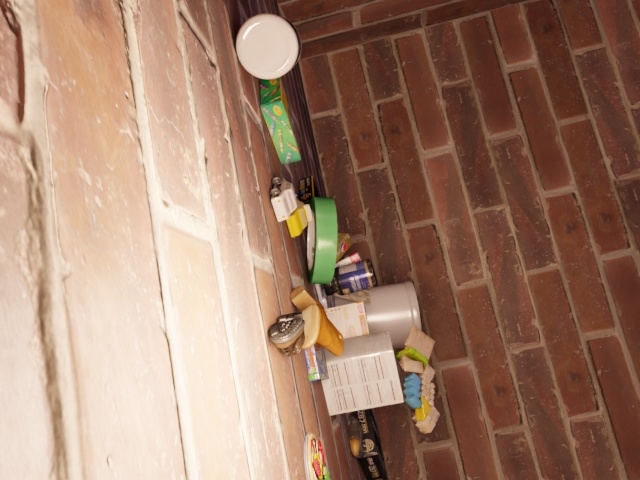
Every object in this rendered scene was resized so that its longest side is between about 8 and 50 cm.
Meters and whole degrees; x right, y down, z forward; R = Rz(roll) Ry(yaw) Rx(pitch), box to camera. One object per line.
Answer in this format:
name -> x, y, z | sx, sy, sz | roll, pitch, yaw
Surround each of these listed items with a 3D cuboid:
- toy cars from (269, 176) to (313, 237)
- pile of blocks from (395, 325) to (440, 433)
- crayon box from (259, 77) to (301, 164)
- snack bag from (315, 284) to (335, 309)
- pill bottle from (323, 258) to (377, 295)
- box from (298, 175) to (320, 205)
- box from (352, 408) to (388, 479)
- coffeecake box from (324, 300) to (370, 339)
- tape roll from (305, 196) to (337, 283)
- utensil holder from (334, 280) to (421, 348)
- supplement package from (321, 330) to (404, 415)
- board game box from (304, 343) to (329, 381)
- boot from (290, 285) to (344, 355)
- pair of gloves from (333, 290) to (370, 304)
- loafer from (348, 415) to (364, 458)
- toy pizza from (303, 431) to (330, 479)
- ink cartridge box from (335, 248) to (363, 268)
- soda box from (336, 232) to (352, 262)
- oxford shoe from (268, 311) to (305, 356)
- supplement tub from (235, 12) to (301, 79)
toy cars -> -0.090, -0.115, 1.834 | 0.394, 0.087, 0.177 | 56, 22, -75
pile of blocks -> 0.320, 0.491, 1.914 | 0.112, 0.148, 0.362 | -37, -137, 48
crayon box -> -0.147, -0.443, 2.022 | 0.278, 0.081, 0.165 | 71, 8, -47
snack bag -> 0.016, 0.213, 2.407 | 0.323, 0.037, 0.343 | -76, 153, -76
pill bottle -> 0.122, 0.163, 2.308 | 0.123, 0.219, 0.123 | -16, 90, -82
box -> -0.014, -0.098, 2.487 | 0.257, 0.079, 0.322 | -92, 163, -60
box -> 0.233, 0.963, 2.585 | 0.318, 0.097, 0.395 | -101, 174, -49
coffeecake box -> 0.096, 0.335, 2.163 | 0.068, 0.185, 0.142 | 68, 11, -57
tape roll -> 0.000, 0.000, 2.014 | 0.321, 0.077, 0.321 | -179, -90, -82
utensil holder -> 0.274, 0.378, 2.661 | 0.327, 0.385, 0.328 | -6, 90, -88
supplement package -> 0.143, 0.467, 1.938 | 0.199, 0.262, 0.198 | -70, 148, -79
board game box -> -0.014, 0.379, 1.743 | 0.201, 0.035, 0.136 | 54, 23, -74
boot -> 0.004, 0.270, 1.578 | 0.211, 0.104, 0.295 | 52, 9, -24
pair of gloves -> 0.138, 0.203, 2.551 | 0.240, 0.204, 0.042 | -101, -147, -55
loafer -> 0.145, 0.810, 2.247 | 0.061, 0.062, 0.170 | 55, 21, -63
toy pizza -> -0.004, 0.592, 1.391 | 0.201, 0.032, 0.201 | -13, 90, -85
ink cartridge box -> 0.103, 0.114, 2.437 | 0.072, 0.175, 0.127 | 62, 7, -5
soda box -> 0.063, 0.045, 2.385 | 0.181, 0.058, 0.061 | -48, 130, -33
oxford shoe -> -0.070, 0.234, 1.302 | 0.227, 0.082, 0.096 | -4, 86, -83
supplement tub -> -0.160, -0.624, 1.749 | 0.272, 0.191, 0.191 | -87, 163, -69
